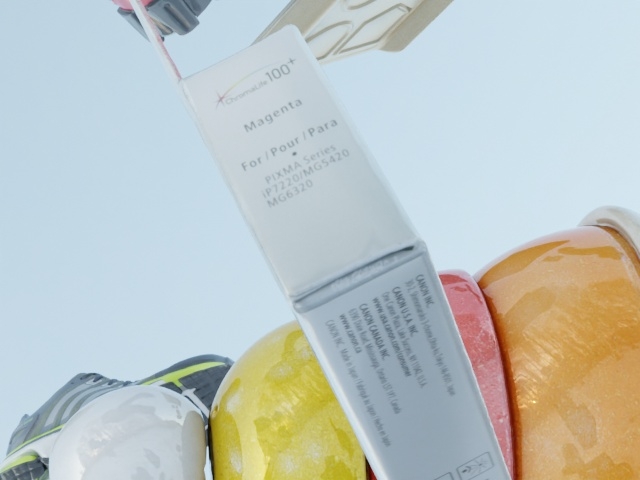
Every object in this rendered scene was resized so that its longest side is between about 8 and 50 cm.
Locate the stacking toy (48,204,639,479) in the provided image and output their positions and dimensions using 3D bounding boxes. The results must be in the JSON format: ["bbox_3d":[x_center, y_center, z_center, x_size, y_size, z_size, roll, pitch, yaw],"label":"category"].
[{"bbox_3d":[0.037,0.150,1.250,0.479,0.351,0.351,-1,-59,-8],"label":"stacking toy"}]

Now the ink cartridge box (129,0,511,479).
[{"bbox_3d":[0.000,0.000,0.762,0.060,0.239,0.275,-26,-36,-1],"label":"ink cartridge box"}]

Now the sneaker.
[{"bbox_3d":[-0.217,0.179,1.719,0.300,0.121,0.111,-24,-50,17],"label":"sneaker"}]

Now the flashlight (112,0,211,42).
[{"bbox_3d":[-0.209,-0.302,1.417,0.304,0.103,0.103,46,-127,-34],"label":"flashlight"}]

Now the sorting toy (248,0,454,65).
[{"bbox_3d":[0.074,-0.259,1.563,0.229,0.041,0.307,-16,-18,-44],"label":"sorting toy"}]
